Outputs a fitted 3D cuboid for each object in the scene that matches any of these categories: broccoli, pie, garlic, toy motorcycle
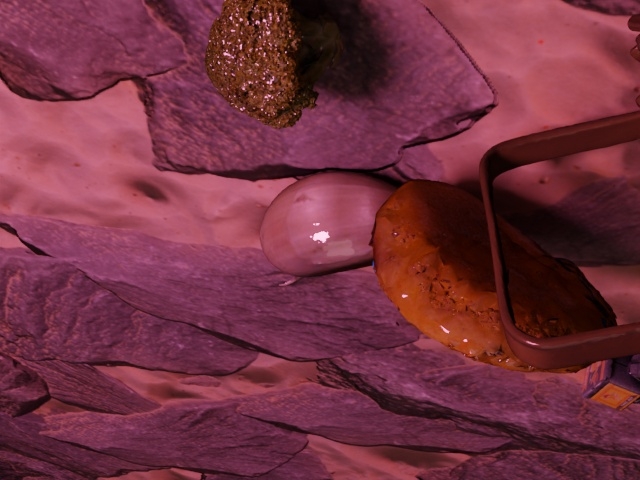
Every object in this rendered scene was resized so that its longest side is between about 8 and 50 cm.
[{"bbox_3d":[-0.041,-0.163,0.775,0.120,0.130,0.131,-23,107,-14],"label":"broccoli"},{"bbox_3d":[0.162,0.031,0.824,0.273,0.273,0.069,24,119,-10],"label":"pie"},{"bbox_3d":[-0.005,-0.002,0.984,0.266,0.128,0.148,-12,123,45],"label":"garlic"},{"bbox_3d":[0.412,0.122,0.977,0.157,0.091,0.263,21,144,1],"label":"toy motorcycle"}]

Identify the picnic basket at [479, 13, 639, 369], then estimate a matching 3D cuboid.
[{"bbox_3d":[0.295,-0.022,0.706,0.321,0.254,0.291,-12,132,13],"label":"picnic basket"}]
